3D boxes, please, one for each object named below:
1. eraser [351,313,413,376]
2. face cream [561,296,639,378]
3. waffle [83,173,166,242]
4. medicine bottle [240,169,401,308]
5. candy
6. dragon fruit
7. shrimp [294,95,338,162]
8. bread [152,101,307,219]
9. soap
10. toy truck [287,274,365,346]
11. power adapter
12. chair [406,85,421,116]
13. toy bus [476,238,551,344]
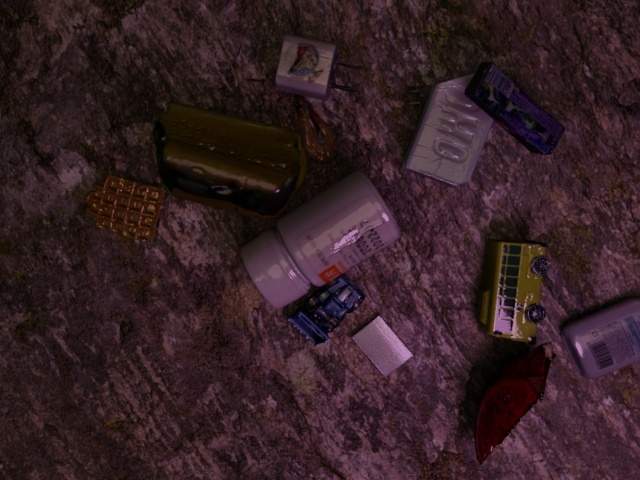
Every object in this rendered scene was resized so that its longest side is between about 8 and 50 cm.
[{"bbox_3d":[0.172,0.291,1.329,0.104,0.023,0.150,-40,92,6],"label":"eraser"},{"bbox_3d":[0.824,0.235,1.260,0.337,0.080,0.162,-25,92,5],"label":"face cream"},{"bbox_3d":[-0.549,-0.098,1.319,0.211,0.055,0.160,17,96,3],"label":"waffle"},{"bbox_3d":[0.000,0.000,1.220,0.372,0.211,0.211,-33,93,6],"label":"medicine bottle"},{"bbox_3d":[0.479,-0.315,1.172,0.313,0.061,0.088,26,95,-30],"label":"candy"},{"bbox_3d":[0.480,0.383,1.220,0.100,0.282,0.343,32,127,22],"label":"dragon fruit"},{"bbox_3d":[-0.019,-0.298,1.283,0.101,0.042,0.190,-27,93,-15],"label":"shrimp"},{"bbox_3d":[-0.227,-0.190,1.213,0.377,0.208,0.251,12,62,0],"label":"bread"},{"bbox_3d":[0.343,-0.293,1.232,0.173,0.095,0.289,21,96,0],"label":"soap"},{"bbox_3d":[0.015,0.189,1.277,0.113,0.126,0.208,43,97,-1],"label":"toy truck"},{"bbox_3d":[0.002,-0.434,1.223,0.205,0.125,0.129,12,95,3],"label":"power adapter"},{"bbox_3d":[0.246,-0.367,1.257,0.037,0.042,0.086,-1,95,5],"label":"chair"},{"bbox_3d":[0.495,0.128,1.246,0.150,0.128,0.261,5,94,3],"label":"toy bus"}]
